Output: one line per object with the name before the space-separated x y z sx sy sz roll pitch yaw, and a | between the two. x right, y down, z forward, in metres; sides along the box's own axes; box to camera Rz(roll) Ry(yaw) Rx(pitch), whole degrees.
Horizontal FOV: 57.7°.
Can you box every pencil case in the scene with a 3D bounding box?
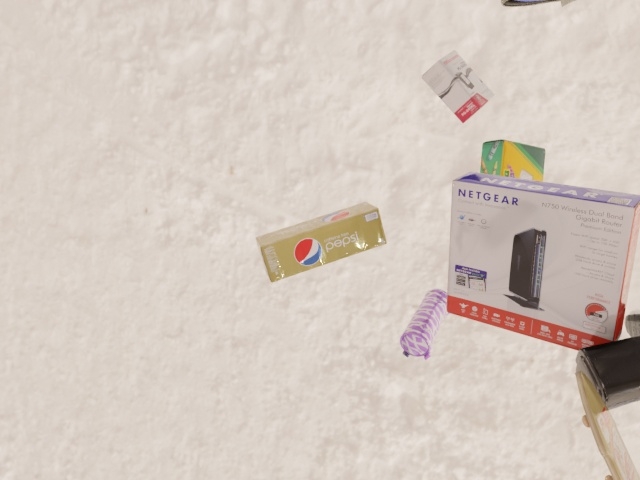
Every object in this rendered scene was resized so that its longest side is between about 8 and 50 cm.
pencil case | 0.278 0.212 1.497 0.088 0.206 0.086 34 137 6

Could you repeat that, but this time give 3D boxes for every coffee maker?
coffee maker | 0.547 0.212 1.008 0.178 0.120 0.171 -15 119 2

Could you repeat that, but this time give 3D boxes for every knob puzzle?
knob puzzle | 0.429 0.297 0.889 0.030 0.213 0.213 -28 75 26

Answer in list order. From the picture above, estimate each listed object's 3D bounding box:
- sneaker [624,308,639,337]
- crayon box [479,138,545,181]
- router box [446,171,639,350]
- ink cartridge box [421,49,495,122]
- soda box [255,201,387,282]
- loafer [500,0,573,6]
sneaker | 0.759 0.180 1.132 0.297 0.129 0.111 7 122 41
crayon box | 0.517 -0.124 1.589 0.081 0.165 0.278 6 91 60
router box | 0.419 0.038 1.137 0.335 0.082 0.301 14 117 36
ink cartridge box | 0.326 -0.366 1.376 0.150 0.109 0.063 48 135 0
soda box | 0.000 0.000 0.856 0.061 0.181 0.058 -135 29 -71
loafer | 0.570 -0.583 1.318 0.319 0.112 0.111 9 78 36
